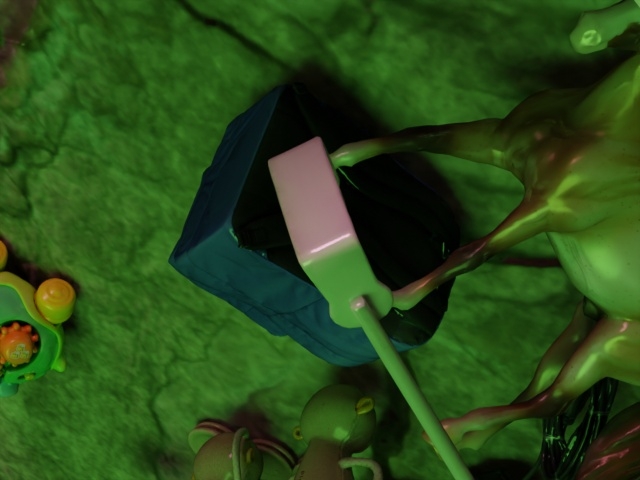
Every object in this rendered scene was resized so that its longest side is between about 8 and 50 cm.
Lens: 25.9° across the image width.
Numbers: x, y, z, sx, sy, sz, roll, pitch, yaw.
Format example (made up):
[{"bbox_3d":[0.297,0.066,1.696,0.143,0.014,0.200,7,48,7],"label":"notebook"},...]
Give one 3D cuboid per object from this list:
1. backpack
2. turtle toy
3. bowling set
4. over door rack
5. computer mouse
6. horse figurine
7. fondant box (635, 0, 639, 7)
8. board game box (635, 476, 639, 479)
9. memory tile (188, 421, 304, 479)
[{"bbox_3d":[0.000,0.000,0.651,0.120,0.098,0.101,31,152,-20],"label":"backpack"},{"bbox_3d":[-0.214,0.048,0.857,0.130,0.066,0.095,31,141,0],"label":"turtle toy"},{"bbox_3d":[-0.015,0.213,0.854,0.200,0.154,0.287,32,143,-31],"label":"bowling set"},{"bbox_3d":[0.154,0.063,0.520,0.239,0.108,0.324,-26,122,6],"label":"over door rack"},{"bbox_3d":[0.116,0.134,0.754,0.041,0.071,0.242,0,140,-18],"label":"computer mouse"},{"bbox_3d":[0.106,0.016,0.585,0.174,0.066,0.263,-25,124,2],"label":"horse figurine"},{"bbox_3d":[0.271,-0.076,0.323,0.330,0.096,0.238,-29,113,29],"label":"fondant box"},{"bbox_3d":[0.219,0.165,0.734,0.154,0.026,0.103,-14,123,41],"label":"board game box"},{"bbox_3d":[-0.027,0.178,0.918,0.113,0.012,0.148,14,137,20],"label":"memory tile"}]
